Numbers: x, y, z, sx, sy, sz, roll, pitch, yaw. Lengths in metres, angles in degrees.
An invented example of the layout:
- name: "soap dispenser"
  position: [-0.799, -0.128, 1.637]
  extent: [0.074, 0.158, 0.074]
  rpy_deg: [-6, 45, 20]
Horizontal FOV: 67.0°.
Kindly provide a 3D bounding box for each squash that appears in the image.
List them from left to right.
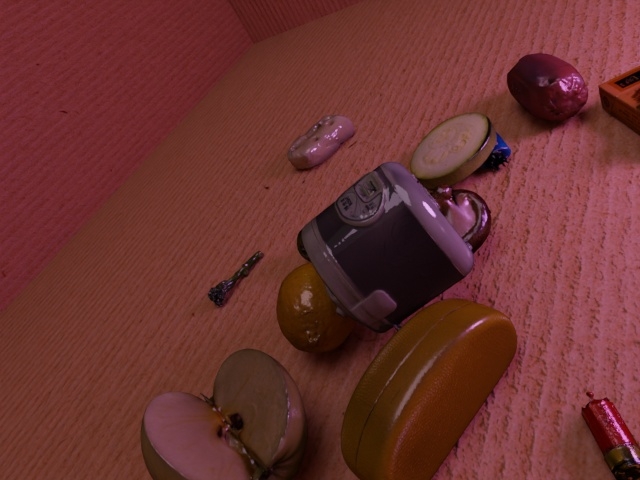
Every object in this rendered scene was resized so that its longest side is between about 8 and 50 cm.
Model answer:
- name: "squash"
  position: [0.369, -0.254, 1.350]
  extent: [0.252, 0.049, 0.252]
  rpy_deg: [-33, 32, 24]

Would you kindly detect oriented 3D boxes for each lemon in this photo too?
- name: "lemon"
  position: [-0.007, 0.146, 1.095]
  extent: [0.188, 0.188, 0.256]
  rpy_deg: [-21, 31, 18]

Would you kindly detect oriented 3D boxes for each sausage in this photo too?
- name: "sausage"
  position: [0.611, -0.421, 1.314]
  extent: [0.152, 0.152, 0.279]
  rpy_deg: [-26, 34, 12]

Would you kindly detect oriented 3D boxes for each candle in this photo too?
- name: "candle"
  position: [0.422, 0.279, 0.708]
  extent: [0.052, 0.052, 0.130]
  rpy_deg: [-24, 34, 14]

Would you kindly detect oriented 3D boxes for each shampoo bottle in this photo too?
- name: "shampoo bottle"
  position: [0.457, -0.250, 1.318]
  extent: [0.087, 0.050, 0.183]
  rpy_deg: [-27, 35, 15]

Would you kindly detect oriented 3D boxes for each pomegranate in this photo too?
- name: "pomegranate"
  position: [0.000, 0.000, 1.352]
  extent: [0.115, 0.114, 0.142]
  rpy_deg: [4, 24, 42]

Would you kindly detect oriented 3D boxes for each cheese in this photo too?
- name: "cheese"
  position: [-0.007, -0.371, 1.808]
  extent: [0.263, 0.093, 0.159]
  rpy_deg: [-46, 35, -16]

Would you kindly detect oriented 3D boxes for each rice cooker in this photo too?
- name: "rice cooker"
  position: [0.121, 0.015, 0.951]
  extent: [0.277, 0.288, 0.288]
  rpy_deg: [-37, 33, 14]

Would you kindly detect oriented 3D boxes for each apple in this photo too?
- name: "apple"
  position: [-0.164, 0.374, 0.911]
  extent: [0.295, 0.233, 0.258]
  rpy_deg: [-31, 44, -27]

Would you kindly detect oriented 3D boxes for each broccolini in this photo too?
- name: "broccolini"
  position: [-0.255, 0.102, 1.465]
  extent: [0.216, 0.058, 0.067]
  rpy_deg: [-48, 34, -21]

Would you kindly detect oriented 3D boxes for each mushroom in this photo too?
- name: "mushroom"
  position: [0.272, -0.025, 1.116]
  extent: [0.232, 0.138, 0.194]
  rpy_deg: [3, 82, 23]

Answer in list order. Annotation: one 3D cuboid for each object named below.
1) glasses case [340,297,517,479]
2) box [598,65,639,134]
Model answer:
- name: "glasses case"
  position: [0.176, 0.249, 0.835]
  extent: [0.371, 0.173, 0.141]
  rpy_deg: [-47, 33, -18]
- name: "box"
  position: [0.796, -0.320, 1.107]
  extent: [0.174, 0.076, 0.274]
  rpy_deg: [-24, 36, 12]
